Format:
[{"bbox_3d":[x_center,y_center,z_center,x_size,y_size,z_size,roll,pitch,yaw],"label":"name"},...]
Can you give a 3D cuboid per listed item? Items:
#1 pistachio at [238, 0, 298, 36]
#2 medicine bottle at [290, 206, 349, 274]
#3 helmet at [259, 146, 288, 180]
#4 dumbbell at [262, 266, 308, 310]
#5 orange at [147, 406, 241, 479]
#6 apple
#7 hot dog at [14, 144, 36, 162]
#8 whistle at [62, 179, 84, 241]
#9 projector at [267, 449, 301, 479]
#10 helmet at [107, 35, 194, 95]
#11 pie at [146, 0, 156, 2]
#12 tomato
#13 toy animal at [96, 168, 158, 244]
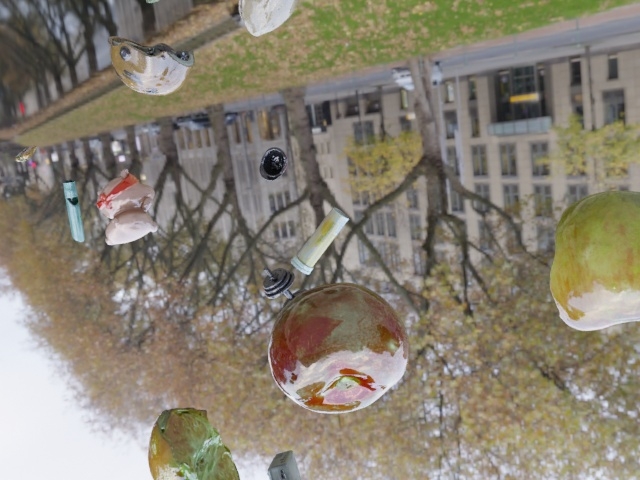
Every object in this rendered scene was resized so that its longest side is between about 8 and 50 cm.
[{"bbox_3d":[-0.127,-0.641,1.682,0.153,0.237,0.137,11,-150,-26],"label":"pistachio"},{"bbox_3d":[0.000,0.000,2.025,0.074,0.218,0.074,36,-168,-8],"label":"medicine bottle"},{"bbox_3d":[-0.111,-0.185,1.607,0.065,0.084,0.049,26,-174,10],"label":"helmet"},{"bbox_3d":[-0.091,0.148,1.835,0.099,0.208,0.099,-30,-151,18],"label":"dumbbell"},{"bbox_3d":[-0.378,0.646,1.886,0.196,0.334,0.262,-31,-159,-2],"label":"orange"},{"bbox_3d":[0.502,0.032,1.119,0.246,0.226,0.246,-7,171,-1],"label":"apple"},{"bbox_3d":[-0.693,-0.203,1.548,0.037,0.021,0.083,-20,-154,8],"label":"hot dog"},{"bbox_3d":[-0.735,-0.086,1.956,0.039,0.186,0.039,-2,-161,1],"label":"whistle"},{"bbox_3d":[-0.084,0.616,1.640,0.061,0.147,0.115,-15,178,6],"label":"projector"},{"bbox_3d":[-0.443,-0.447,1.702,0.225,0.129,0.198,15,-163,12],"label":"helmet"},{"bbox_3d":[-0.382,-0.643,1.343,0.071,0.323,0.323,-21,-167,-11],"label":"pie"},{"bbox_3d":[0.030,0.196,1.268,0.271,0.270,0.222,-8,-134,-5],"label":"tomato"},{"bbox_3d":[-0.575,-0.098,1.933,0.172,0.197,0.171,-16,163,-5],"label":"toy animal"}]
